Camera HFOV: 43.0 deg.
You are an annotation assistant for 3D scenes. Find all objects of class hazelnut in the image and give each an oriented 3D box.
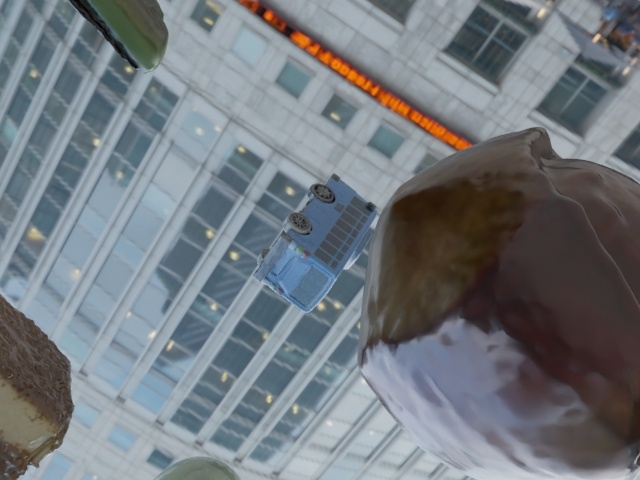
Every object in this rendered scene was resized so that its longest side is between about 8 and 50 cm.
[{"bbox_3d":[0.105,0.027,0.397,0.161,0.170,0.202,10,-147,28],"label":"hazelnut"}]

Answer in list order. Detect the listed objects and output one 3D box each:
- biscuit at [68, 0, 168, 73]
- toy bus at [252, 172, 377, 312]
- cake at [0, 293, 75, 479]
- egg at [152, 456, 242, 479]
[{"bbox_3d":[-0.179,-0.223,0.429,0.322,0.038,0.099,52,-169,-35],"label":"biscuit"},{"bbox_3d":[0.000,0.000,1.335,0.134,0.116,0.234,36,-143,0],"label":"toy bus"},{"bbox_3d":[-0.575,0.241,1.273,0.282,0.290,0.255,55,177,-27],"label":"cake"},{"bbox_3d":[-0.239,0.549,1.445,0.230,0.230,0.371,30,-149,-11],"label":"egg"}]
